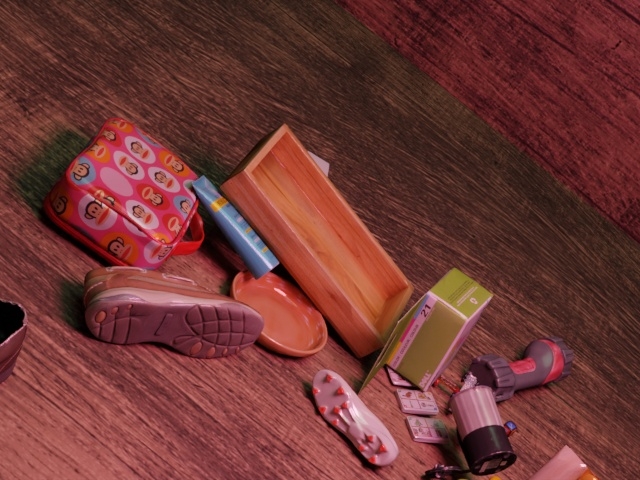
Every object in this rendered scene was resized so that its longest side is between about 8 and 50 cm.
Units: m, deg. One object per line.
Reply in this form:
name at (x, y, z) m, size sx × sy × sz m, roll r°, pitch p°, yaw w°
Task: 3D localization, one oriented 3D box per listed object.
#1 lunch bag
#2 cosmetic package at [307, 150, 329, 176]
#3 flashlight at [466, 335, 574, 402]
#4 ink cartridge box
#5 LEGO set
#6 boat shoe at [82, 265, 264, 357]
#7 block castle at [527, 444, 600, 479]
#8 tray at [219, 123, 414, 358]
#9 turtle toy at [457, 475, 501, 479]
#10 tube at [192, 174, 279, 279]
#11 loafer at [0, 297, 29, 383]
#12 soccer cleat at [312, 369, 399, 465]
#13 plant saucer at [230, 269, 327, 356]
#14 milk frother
lunch bag at (-0.312, -0.067, 2.086) m, size 0.258 × 0.120 × 0.293 m, roll 36°, pitch 27°, yaw -7°
cosmetic package at (-0.039, -0.082, 2.468) m, size 0.060 × 0.099 × 0.239 m, roll 33°, pitch 27°, yaw -13°
flashlight at (0.407, 0.258, 2.497) m, size 0.103 × 0.103 × 0.304 m, roll 25°, pitch 16°, yaw 37°
ink cartridge box at (0.190, 0.186, 2.204) m, size 0.097 × 0.189 × 0.255 m, roll 35°, pitch 33°, yaw 12°
LEGO set at (0.244, 0.320, 2.276) m, size 0.244 × 0.060 × 0.182 m, roll 8°, pitch 38°, yaw -26°
boat shoe at (-0.230, 0.101, 1.934) m, size 0.324 × 0.123 × 0.116 m, roll 16°, pitch 32°, yaw -40°
block castle at (0.440, 0.531, 1.882) m, size 0.303 × 0.213 × 0.453 m, roll 48°, pitch 2°, yaw 34°
tray at (0.000, 0.000, 2.257) m, size 0.411 × 0.076 × 0.203 m, roll 51°, pitch 35°, yaw -12°
turtle toy at (0.285, 0.451, 2.081) m, size 0.130 × 0.066 × 0.095 m, roll 41°, pitch 25°, yaw 5°
tube at (-0.155, -0.026, 2.155) m, size 0.207 × 0.052 × 0.080 m, roll 52°, pitch 10°, yaw -4°
loafer at (-0.505, 0.141, 1.516) m, size 0.134 × 0.130 × 0.366 m, roll 43°, pitch 27°, yaw 9°
soccer cleat at (0.057, 0.299, 2.047) m, size 0.196 × 0.068 × 0.076 m, roll 50°, pitch 14°, yaw 18°
plant saucer at (-0.079, 0.134, 2.155) m, size 0.200 × 0.037 × 0.200 m, roll 29°, pitch 29°, yaw -18°
milk frother at (0.244, 0.340, 2.109) m, size 0.143 × 0.129 × 0.135 m, roll 7°, pitch 48°, yaw -30°
